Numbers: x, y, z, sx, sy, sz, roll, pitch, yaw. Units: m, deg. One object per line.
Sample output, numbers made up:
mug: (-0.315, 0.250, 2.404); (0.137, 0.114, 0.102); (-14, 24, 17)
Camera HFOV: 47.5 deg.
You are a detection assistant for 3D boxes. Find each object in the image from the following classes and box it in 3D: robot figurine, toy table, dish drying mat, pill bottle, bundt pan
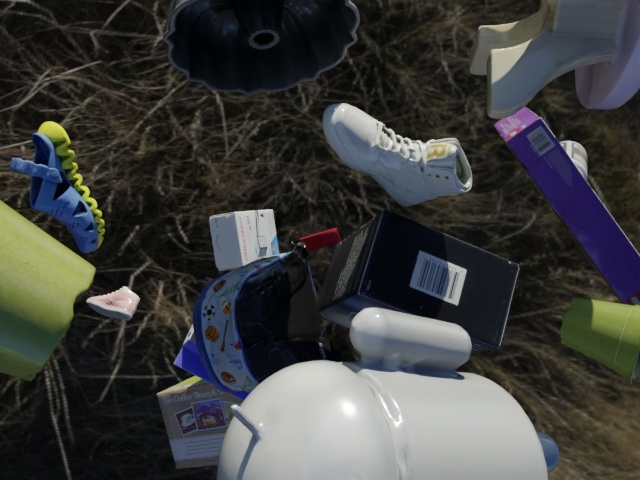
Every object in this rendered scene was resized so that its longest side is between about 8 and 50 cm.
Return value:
robot figurine: (0.057, 0.213, 0.650); (0.353, 0.199, 0.300); (12, 85, -35)
toy table: (0.257, -0.242, 0.775); (0.274, 0.160, 0.252); (88, 7, -62)
dish drying mat: (0.000, 0.000, 1.498); (0.008, 0.083, 0.032); (-23, 96, -70)
pill bottle: (0.487, -0.138, 1.441); (0.078, 0.078, 0.137); (68, 28, -22)
bundt pan: (-0.105, -0.389, 1.230); (0.330, 0.330, 0.124); (8, 63, -42)

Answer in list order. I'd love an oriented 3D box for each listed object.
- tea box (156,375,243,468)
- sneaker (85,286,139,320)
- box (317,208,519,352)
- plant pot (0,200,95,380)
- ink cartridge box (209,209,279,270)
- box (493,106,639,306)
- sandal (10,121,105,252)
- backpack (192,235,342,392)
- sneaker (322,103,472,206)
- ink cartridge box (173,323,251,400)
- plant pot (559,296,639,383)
tea box: (-0.203, 0.450, 1.988); (0.323, 0.328, 0.220); (-12, 87, -61)
sneaker: (-0.475, 0.139, 1.687); (0.070, 0.134, 0.051); (-64, 148, -29)
box: (0.181, 0.105, 1.458); (0.296, 0.294, 0.183); (22, 72, -10)
plant pot: (-0.461, 0.057, 0.987); (0.253, 0.276, 0.276); (31, 72, -19)
ink cartridge box: (-0.190, -0.004, 1.858); (0.190, 0.082, 0.140); (-11, 92, -65)
box: (0.357, -0.051, 1.026); (0.293, 0.057, 0.201); (52, 16, -6)
sandal: (-0.613, -0.106, 1.689); (0.138, 0.126, 0.318); (-36, 116, -35)
backpack: (-0.118, 0.157, 1.359); (0.263, 0.213, 0.277); (-19, 91, -65)
sneaker: (0.149, -0.161, 1.256); (0.292, 0.169, 0.108); (31, 61, -42)
ink cartridge box: (-0.205, 0.241, 1.703); (0.206, 0.045, 0.208); (30, 63, -13)
plant pot: (0.291, 0.093, 0.744); (0.083, 0.079, 0.083); (-37, 136, -47)
